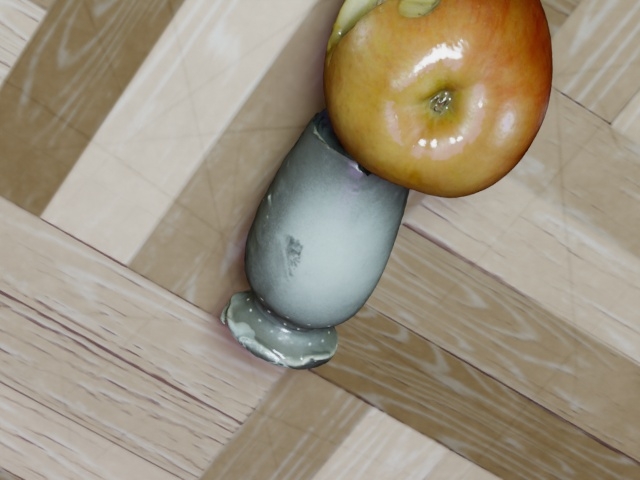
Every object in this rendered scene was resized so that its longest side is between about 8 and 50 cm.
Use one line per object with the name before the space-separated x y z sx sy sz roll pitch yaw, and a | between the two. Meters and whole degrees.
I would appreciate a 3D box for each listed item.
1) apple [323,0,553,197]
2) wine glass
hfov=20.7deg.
apple | 0.084 -0.121 1.266 0.199 0.199 0.199 1 121 2
wine glass | 0.000 0.000 1.382 0.111 0.111 0.204 20 120 -9
